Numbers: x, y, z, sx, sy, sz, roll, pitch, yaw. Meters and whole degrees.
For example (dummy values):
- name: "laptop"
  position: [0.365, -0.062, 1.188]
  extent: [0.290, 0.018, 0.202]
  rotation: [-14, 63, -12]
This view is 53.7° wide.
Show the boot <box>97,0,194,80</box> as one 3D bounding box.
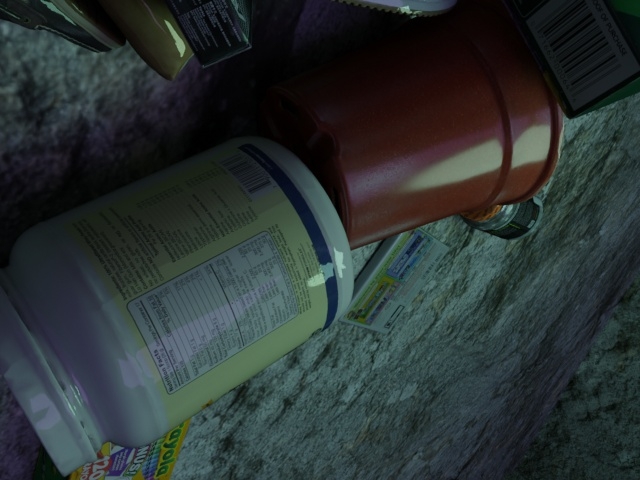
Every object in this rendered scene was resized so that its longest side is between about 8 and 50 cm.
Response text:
- name: "boot"
  position: [-0.161, -0.209, 0.416]
  extent: [0.089, 0.236, 0.269]
  rotation: [-13, 145, 15]

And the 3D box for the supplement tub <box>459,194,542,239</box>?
- name: "supplement tub"
  position: [0.326, -0.068, 1.168]
  extent: [0.190, 0.117, 0.117]
  rotation: [13, 112, -53]

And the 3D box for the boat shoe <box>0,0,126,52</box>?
- name: "boat shoe"
  position: [-0.234, -0.201, 0.462]
  extent: [0.073, 0.080, 0.223]
  rotation: [-25, 161, 14]

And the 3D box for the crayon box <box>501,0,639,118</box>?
- name: "crayon box"
  position: [0.313, -0.346, 0.690]
  extent: [0.313, 0.363, 0.106]
  rotation: [-23, 174, -30]

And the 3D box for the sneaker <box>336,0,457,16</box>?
- name: "sneaker"
  position: [0.040, -0.313, 0.609]
  extent: [0.282, 0.099, 0.153]
  rotation: [-3, 124, -30]

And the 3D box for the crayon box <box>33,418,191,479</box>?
- name: "crayon box"
  position: [-0.267, 0.258, 0.831]
  extent: [0.165, 0.081, 0.278]
  rotation: [-5, 125, -46]

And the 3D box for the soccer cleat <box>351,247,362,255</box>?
- name: "soccer cleat"
  position: [0.000, 0.000, 0.912]
  extent: [0.076, 0.068, 0.196]
  rotation: [-54, 148, 10]

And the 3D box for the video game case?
- name: "video game case"
  position: [0.134, 0.072, 1.164]
  extent: [0.212, 0.023, 0.193]
  rotation: [-55, 145, 7]

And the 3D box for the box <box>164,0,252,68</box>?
- name: "box"
  position: [-0.104, -0.242, 0.437]
  extent: [0.045, 0.184, 0.190]
  rotation: [-22, 125, 9]

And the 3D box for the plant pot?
- name: "plant pot"
  position: [0.087, -0.122, 0.745]
  extent: [0.265, 0.272, 0.272]
  rotation: [-24, 138, -22]

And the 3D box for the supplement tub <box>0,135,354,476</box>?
- name: "supplement tub"
  position: [-0.154, 0.055, 0.638]
  extent: [0.325, 0.235, 0.235]
  rotation: [-30, 140, -27]
